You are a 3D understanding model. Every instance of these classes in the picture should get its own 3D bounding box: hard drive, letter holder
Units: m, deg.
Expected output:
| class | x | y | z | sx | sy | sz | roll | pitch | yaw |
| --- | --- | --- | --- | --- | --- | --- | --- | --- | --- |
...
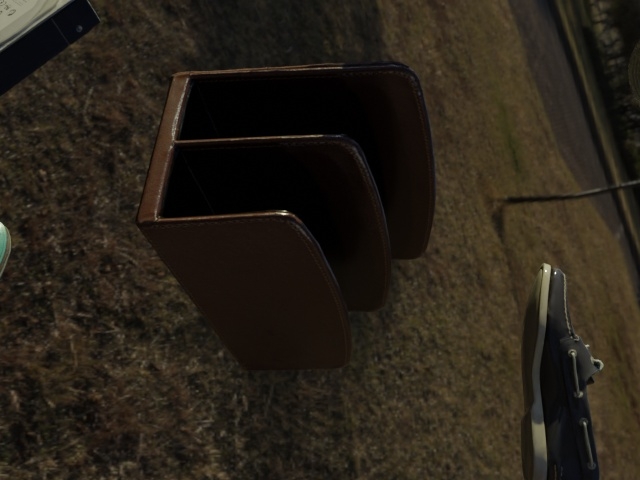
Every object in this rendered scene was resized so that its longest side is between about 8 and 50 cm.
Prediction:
| class | x | y | z | sx | sy | sz | roll | pitch | yaw |
| --- | --- | --- | --- | --- | --- | --- | --- | --- | --- |
| hard drive | -0.551 | -0.309 | 1.046 | 0.339 | 0.237 | 0.064 | -43 | 142 | -14 |
| letter holder | 0.000 | 0.000 | 0.603 | 0.302 | 0.214 | 0.152 | 73 | 18 | -58 |

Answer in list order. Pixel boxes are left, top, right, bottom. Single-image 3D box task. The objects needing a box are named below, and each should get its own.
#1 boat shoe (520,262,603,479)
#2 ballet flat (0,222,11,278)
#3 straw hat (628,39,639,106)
| class | x | y | z | sx | sy | sz | roll | pitch | yaw |
| --- | --- | --- | --- | --- | --- | --- | --- | --- | --- |
| boat shoe | 0.223 | 0.123 | 0.599 | 0.075 | 0.065 | 0.206 | 74 | 22 | -69 |
| ballet flat | -0.418 | 0.068 | 0.758 | 0.072 | 0.068 | 0.213 | 12 | 46 | -17 |
| straw hat | 0.505 | -0.234 | 0.904 | 0.061 | 0.144 | 0.144 | -9 | 87 | -55 |
